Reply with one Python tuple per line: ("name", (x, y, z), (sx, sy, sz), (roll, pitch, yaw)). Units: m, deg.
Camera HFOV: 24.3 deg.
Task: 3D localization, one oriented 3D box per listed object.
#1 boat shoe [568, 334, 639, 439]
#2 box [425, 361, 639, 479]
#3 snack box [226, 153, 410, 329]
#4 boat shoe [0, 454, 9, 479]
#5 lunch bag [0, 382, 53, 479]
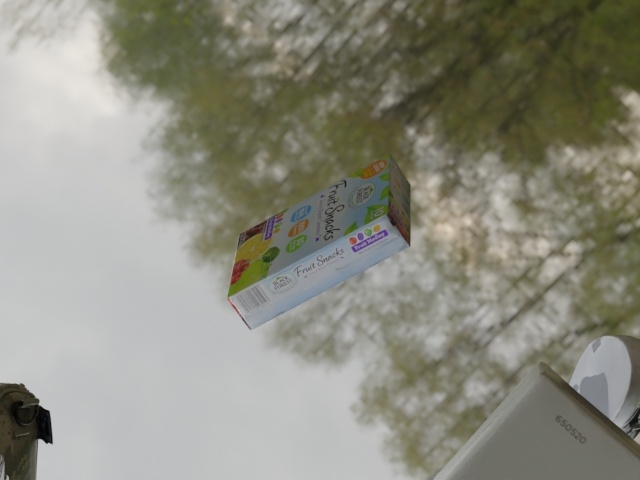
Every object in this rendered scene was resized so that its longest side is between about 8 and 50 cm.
("boat shoe", (0.162, 0.090, 0.824), (0.040, 0.142, 0.049), (-1, -117, -10))
("box", (0.113, 0.183, 0.704), (0.182, 0.181, 0.119), (41, -176, 7))
("snack box", (0.000, 0.000, 1.120), (0.037, 0.141, 0.100), (55, -161, -24))
("boat shoe", (-0.328, 0.230, 1.409), (0.049, 0.056, 0.152), (17, 157, -2))
("lunch bag", (-0.474, 0.275, 1.689), (0.305, 0.256, 0.212), (6, 180, 14))
